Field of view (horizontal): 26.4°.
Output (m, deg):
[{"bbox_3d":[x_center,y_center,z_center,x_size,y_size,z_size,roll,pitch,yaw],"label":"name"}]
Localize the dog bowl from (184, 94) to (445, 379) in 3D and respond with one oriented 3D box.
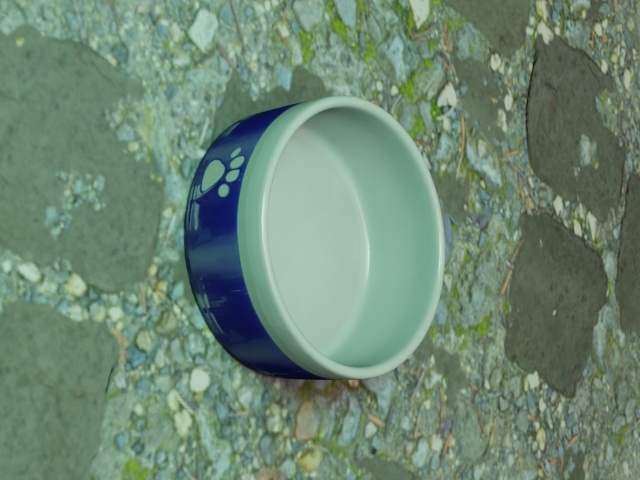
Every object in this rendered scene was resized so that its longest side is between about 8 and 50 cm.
[{"bbox_3d":[0.000,0.000,1.291,0.265,0.104,0.265,7,80,-48],"label":"dog bowl"}]
